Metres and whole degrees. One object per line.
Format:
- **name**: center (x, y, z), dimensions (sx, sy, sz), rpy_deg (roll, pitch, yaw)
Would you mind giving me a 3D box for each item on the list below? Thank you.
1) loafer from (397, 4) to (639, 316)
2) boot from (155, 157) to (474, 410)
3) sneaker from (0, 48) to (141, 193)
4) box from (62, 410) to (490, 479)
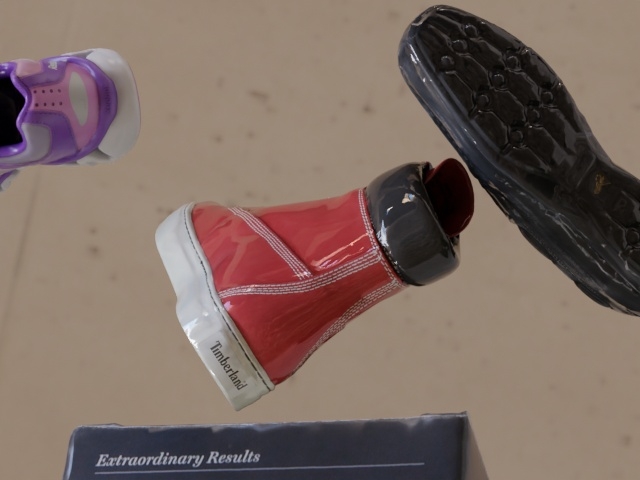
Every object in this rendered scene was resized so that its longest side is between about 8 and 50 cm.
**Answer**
- **loafer**: center (0.121, -0.036, 1.069), dimensions (0.076, 0.223, 0.078), rpy_deg (-52, 12, -30)
- **boot**: center (0.000, 0.000, 1.116), dimensions (0.176, 0.088, 0.244), rpy_deg (-32, 18, -1)
- **sneaker**: center (-0.242, -0.081, 1.365), dimensions (0.236, 0.104, 0.095), rpy_deg (-14, 86, 39)
- **box**: center (-0.033, 0.340, 1.323), dimensions (0.212, 0.293, 0.395), rpy_deg (68, -156, -54)
